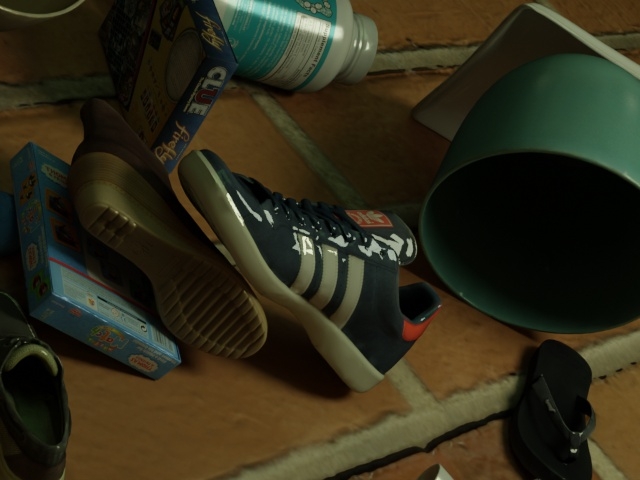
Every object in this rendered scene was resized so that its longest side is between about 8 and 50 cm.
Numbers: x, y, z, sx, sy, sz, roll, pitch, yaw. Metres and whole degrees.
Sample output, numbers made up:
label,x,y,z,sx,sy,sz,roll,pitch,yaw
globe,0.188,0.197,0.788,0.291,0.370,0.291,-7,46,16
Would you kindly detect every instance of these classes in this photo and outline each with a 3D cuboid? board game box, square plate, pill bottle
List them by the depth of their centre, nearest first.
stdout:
label,x,y,z,sx,sy,sz,roll,pitch,yaw
board game box,-0.216,0.018,1.562,0.160,0.039,0.211,33,28,-38
board game box,-0.175,-0.216,1.829,0.042,0.165,0.243,12,39,-32
pill bottle,-0.062,-0.267,2.018,0.264,0.146,0.146,13,38,-32
square plate,0.329,-0.152,2.072,0.347,0.344,0.049,29,63,-9

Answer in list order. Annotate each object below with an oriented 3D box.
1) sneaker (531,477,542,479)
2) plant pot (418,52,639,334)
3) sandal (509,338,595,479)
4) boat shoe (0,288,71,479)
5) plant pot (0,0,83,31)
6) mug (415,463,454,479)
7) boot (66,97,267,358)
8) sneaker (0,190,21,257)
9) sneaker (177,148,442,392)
label,x,y,z,sx,sy,sz,roll,pitch,yaw
sneaker,0.294,0.289,1.683,0.221,0.083,0.087,19,30,-28
plant pot,0.279,-0.075,1.895,0.293,0.293,0.235,29,48,-11
sandal,0.264,0.184,1.812,0.097,0.054,0.254,28,32,-11
boat shoe,-0.253,0.117,1.401,0.080,0.073,0.224,10,39,-33
plant pot,-0.395,-0.332,1.717,0.284,0.191,0.284,28,52,-43
mug,0.113,0.265,1.578,0.064,0.078,0.062,41,-1,-7
boot,-0.143,-0.017,1.588,0.248,0.090,0.207,45,18,-26
sneaker,-0.338,-0.033,1.516,0.209,0.082,0.069,3,42,-43
sneaker,0.000,0.000,1.590,0.350,0.148,0.131,48,3,-44
